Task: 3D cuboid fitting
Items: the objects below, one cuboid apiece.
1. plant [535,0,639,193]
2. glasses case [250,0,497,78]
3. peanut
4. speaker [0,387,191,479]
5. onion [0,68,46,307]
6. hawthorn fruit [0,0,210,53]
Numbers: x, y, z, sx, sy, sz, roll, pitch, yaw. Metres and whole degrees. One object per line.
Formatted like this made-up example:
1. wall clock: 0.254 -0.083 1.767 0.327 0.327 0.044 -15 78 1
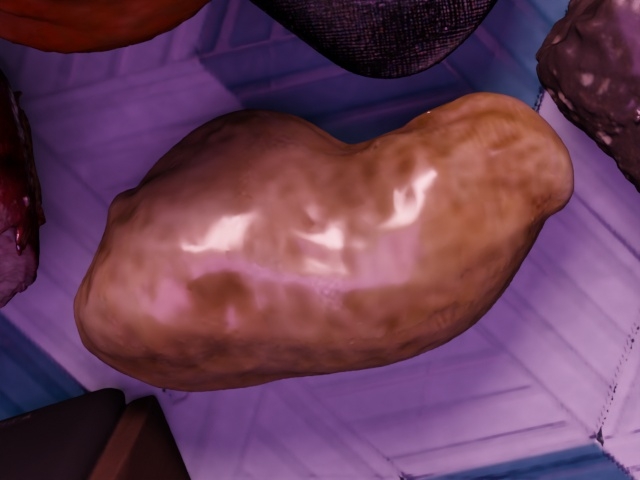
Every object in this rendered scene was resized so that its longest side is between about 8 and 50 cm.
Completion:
1. plant: 0.206 -0.061 0.912 0.203 0.131 0.142 45 103 3
2. glasses case: -0.048 -0.205 0.919 0.321 0.082 0.122 38 106 -3
3. peanut: 0.000 0.000 0.952 0.253 0.122 0.137 -7 96 4
4. speaker: -0.140 0.204 0.959 0.153 0.231 0.192 -17 102 9
5. onion: -0.245 -0.029 0.925 0.218 0.195 0.140 -8 79 -10
6. hawthorn fruit: -0.120 -0.239 0.758 0.276 0.276 0.307 17 88 0
